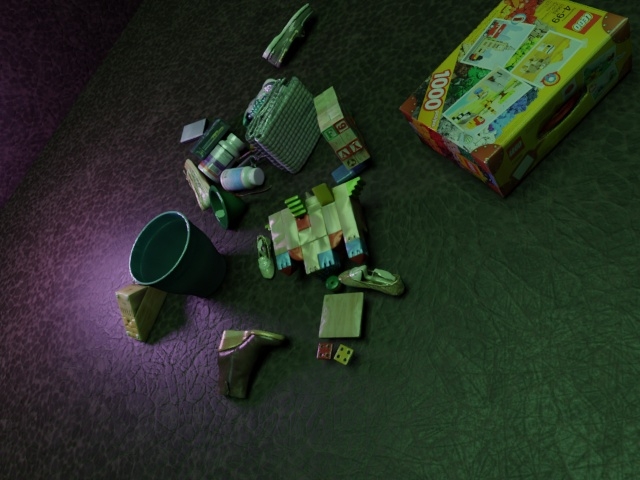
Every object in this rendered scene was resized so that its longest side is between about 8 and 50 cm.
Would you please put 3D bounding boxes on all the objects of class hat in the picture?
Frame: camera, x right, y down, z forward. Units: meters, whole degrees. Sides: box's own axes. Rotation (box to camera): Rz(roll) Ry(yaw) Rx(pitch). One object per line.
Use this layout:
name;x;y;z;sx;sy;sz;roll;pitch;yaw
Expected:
hat;-0.302;-0.146;2.007;0.184;0.173;0.208;-21;37;-23

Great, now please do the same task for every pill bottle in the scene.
pill bottle;-0.393;-0.336;2.132;0.193;0.108;0.108;-49;49;0
pill bottle;-0.299;-0.239;2.028;0.160;0.087;0.087;-1;64;33

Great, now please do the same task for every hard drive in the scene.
hard drive;-0.572;-0.497;2.400;0.135;0.022;0.094;-11;59;28

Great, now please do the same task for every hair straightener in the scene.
hair straightener;-0.240;-0.319;2.042;0.230;0.047;0.089;-22;55;32

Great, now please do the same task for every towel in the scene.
towel;0.100;-0.239;1.801;0.119;0.029;0.067;-33;51;13
towel;-0.122;-0.419;1.918;0.121;0.235;0.283;15;73;44

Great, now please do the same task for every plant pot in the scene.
plant pot;-0.478;0.073;1.860;0.272;0.255;0.271;-16;57;27

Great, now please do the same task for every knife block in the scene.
knife block;-0.645;0.214;2.020;0.088;0.242;0.275;7;114;37

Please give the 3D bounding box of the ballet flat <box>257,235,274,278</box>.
ballet flat;-0.196;0.056;1.815;0.057;0.052;0.168;-26;53;19

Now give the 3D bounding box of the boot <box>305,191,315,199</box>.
boot;-0.001;-0.141;1.810;0.087;0.042;0.118;-28;53;10

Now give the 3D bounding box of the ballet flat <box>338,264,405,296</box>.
ballet flat;0.146;0.105;1.526;0.206;0.067;0.073;10;39;23

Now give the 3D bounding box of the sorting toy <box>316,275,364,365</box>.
sorting toy;0.069;0.234;1.542;0.132;0.046;0.274;-8;60;30

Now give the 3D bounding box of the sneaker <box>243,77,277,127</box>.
sneaker;-0.219;-0.522;2.069;0.283;0.110;0.122;-31;28;57

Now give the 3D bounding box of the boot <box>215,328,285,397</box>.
boot;-0.218;0.384;1.644;0.248;0.090;0.206;-6;74;30

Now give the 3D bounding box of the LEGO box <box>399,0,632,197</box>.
LEGO box;0.542;-0.432;1.506;0.500;0.193;0.372;-46;49;3

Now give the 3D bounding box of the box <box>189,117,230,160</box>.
box;-0.464;-0.424;2.197;0.183;0.059;0.233;-51;19;0

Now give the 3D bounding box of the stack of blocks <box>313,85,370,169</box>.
stack of blocks;0.069;-0.391;1.811;0.087;0.171;0.297;-31;33;15

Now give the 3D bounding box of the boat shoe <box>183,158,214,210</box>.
boat shoe;-0.500;-0.233;2.148;0.089;0.104;0.285;-42;50;3

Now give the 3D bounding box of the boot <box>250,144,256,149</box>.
boot;-0.203;-0.449;2.097;0.152;0.073;0.197;-4;58;38

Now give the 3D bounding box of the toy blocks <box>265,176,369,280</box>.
toy blocks;0.000;0.000;1.656;0.381;0.191;0.260;-22;66;22

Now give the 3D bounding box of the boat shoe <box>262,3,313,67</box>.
boat shoe;-0.124;-0.884;2.276;0.305;0.091;0.109;-52;12;-5
